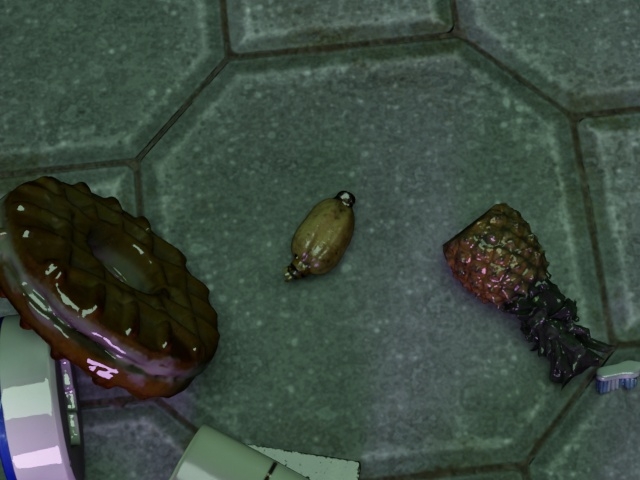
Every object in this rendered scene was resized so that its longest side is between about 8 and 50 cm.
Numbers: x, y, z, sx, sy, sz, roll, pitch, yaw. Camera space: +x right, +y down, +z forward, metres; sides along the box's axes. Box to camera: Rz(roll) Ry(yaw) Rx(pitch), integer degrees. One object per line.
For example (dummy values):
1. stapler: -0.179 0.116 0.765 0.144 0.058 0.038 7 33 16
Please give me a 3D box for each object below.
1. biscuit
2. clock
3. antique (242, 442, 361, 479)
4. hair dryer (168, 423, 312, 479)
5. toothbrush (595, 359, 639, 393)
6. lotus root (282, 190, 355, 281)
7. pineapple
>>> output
1. biscuit: -0.264 0.055 1.595 0.332 0.332 0.103 46 108 12
2. clock: -0.344 0.203 1.585 0.083 0.230 0.231 -7 74 -7
3. antique: -0.063 0.303 1.636 0.220 0.080 0.081 9 73 4
4. hair dryer: -0.134 0.418 1.547 0.203 0.128 0.362 28 102 3
5. toothbrush: 0.548 0.147 1.703 0.386 0.040 0.040 -11 74 -4
6. lotus root: 0.000 0.000 1.731 0.072 0.063 0.152 44 70 -16
7. pineapple: 0.270 0.074 1.689 0.128 0.128 0.248 -37 83 -10
